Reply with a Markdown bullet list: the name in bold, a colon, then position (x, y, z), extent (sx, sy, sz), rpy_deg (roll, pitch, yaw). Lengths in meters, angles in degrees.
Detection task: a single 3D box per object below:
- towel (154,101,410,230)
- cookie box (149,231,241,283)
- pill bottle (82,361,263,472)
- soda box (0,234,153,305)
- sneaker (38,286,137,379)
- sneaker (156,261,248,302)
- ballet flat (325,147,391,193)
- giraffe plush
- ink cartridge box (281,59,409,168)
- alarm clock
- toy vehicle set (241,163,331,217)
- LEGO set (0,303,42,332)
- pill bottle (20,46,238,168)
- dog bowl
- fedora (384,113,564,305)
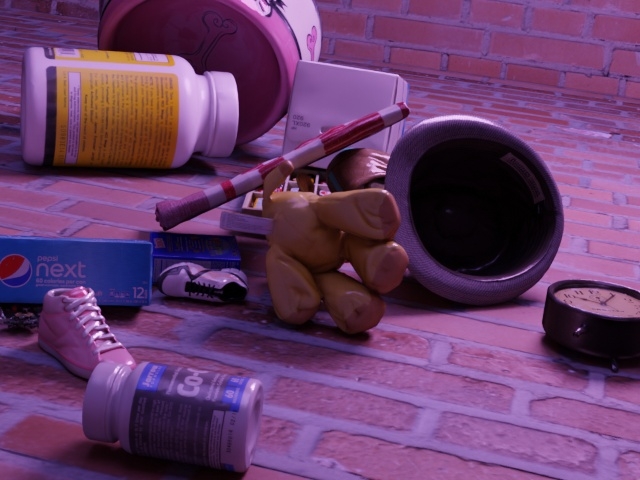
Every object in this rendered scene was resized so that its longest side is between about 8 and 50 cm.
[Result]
- **towel**: position (-0.060, -0.095, 1.397), extent (0.329, 0.037, 0.237), rpy_deg (-25, 4, -9)
- **cookie box**: position (-0.155, 0.023, 1.329), extent (0.107, 0.040, 0.092), rpy_deg (3, 18, -10)
- **pill bottle**: position (-0.121, 0.143, 0.901), extent (0.137, 0.078, 0.078), rpy_deg (8, 18, 6)
- **soda box**: position (-0.290, 0.031, 1.184), extent (0.210, 0.071, 0.067), rpy_deg (2, 2, -13)
- **sneaker**: position (-0.228, 0.087, 1.057), extent (0.134, 0.070, 0.051), rpy_deg (22, 21, 38)
- **sneaker**: position (-0.133, 0.050, 1.253), extent (0.109, 0.040, 0.044), rpy_deg (0, 20, -17)
- **ballet flat**: position (0.174, -0.047, 1.539), extent (0.342, 0.116, 0.124), rpy_deg (14, 31, -14)
- **giraffe plush**: position (0.000, 0.000, 1.268), extent (0.210, 0.181, 0.170), rpy_deg (26, 8, 5)
- **ink cartridge box**: position (0.048, -0.200, 1.823), extent (0.171, 0.168, 0.232), rpy_deg (9, 6, 8)
- **alarm clock**: position (0.318, 0.085, 1.260), extent (0.129, 0.064, 0.192), rpy_deg (5, 20, -3)
- **toy vehicle set**: position (-0.025, -0.059, 1.641), extent (0.166, 0.035, 0.267), rpy_deg (6, 18, 0)
- **LEGO set**: position (-0.314, 0.082, 1.131), extent (0.054, 0.023, 0.083), rpy_deg (-4, 7, -36)
- **pill bottle**: position (-0.311, -0.210, 1.767), extent (0.334, 0.188, 0.188), rpy_deg (1, 18, -18)
- **dog bowl**: position (-0.206, -0.334, 1.905), extent (0.408, 0.408, 0.150), rpy_deg (7, 45, 3)
- **fedora**: position (0.173, -0.032, 1.396), extent (0.275, 0.244, 0.124), rpy_deg (-5, -9, -27)
